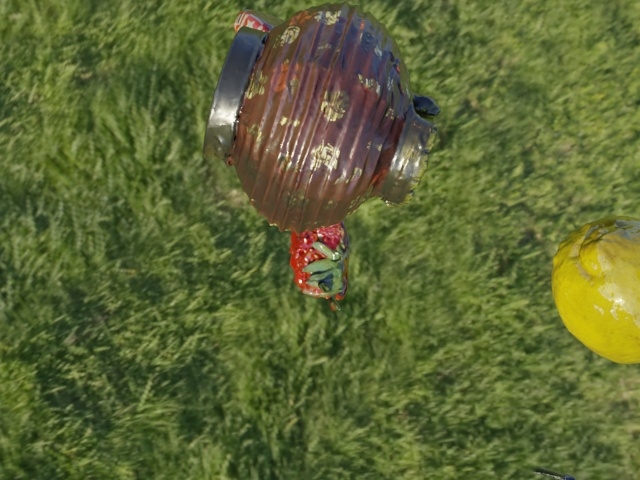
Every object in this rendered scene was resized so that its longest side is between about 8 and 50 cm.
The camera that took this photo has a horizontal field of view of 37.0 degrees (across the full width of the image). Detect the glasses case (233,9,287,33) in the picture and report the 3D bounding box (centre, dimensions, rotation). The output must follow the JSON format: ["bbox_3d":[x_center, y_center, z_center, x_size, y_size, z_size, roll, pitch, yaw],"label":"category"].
[{"bbox_3d":[-0.052,-0.273,1.319,0.073,0.049,0.194,39,19,26],"label":"glasses case"}]

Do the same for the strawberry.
[{"bbox_3d":[0.000,0.002,1.301,0.085,0.140,0.192,-1,82,4],"label":"strawberry"}]

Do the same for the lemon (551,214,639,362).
[{"bbox_3d":[0.589,0.102,1.838,0.316,0.285,0.285,48,53,-10],"label":"lemon"}]

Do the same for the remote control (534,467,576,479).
[{"bbox_3d":[0.491,0.489,2.003,0.039,0.096,0.014,12,82,-26],"label":"remote control"}]

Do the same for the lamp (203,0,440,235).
[{"bbox_3d":[0.005,-0.121,0.973,0.247,0.247,0.247,12,67,-32],"label":"lamp"}]
